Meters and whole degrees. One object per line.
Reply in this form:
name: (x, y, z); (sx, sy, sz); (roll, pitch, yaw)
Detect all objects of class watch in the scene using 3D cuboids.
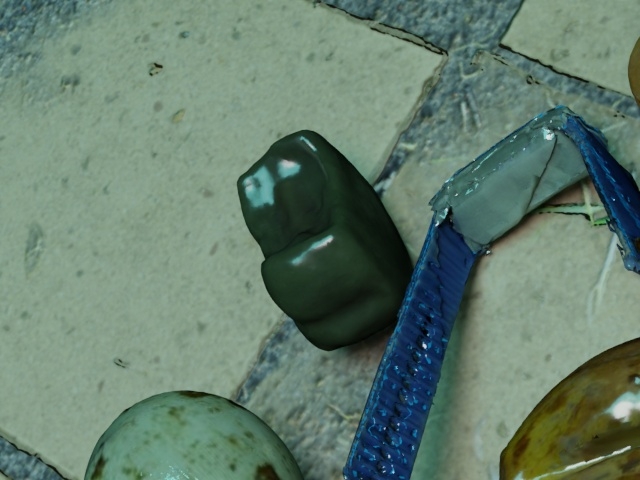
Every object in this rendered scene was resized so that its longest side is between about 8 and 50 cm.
watch: (0.127, 0.040, 1.462); (0.276, 0.068, 0.274); (-38, 28, 17)

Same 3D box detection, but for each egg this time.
egg: (-0.087, 0.216, 1.481); (0.169, 0.169, 0.231); (-40, 50, 5)

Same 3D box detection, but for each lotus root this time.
lotus root: (0.253, 0.149, 1.307); (0.291, 0.193, 0.193); (-16, 59, 16)

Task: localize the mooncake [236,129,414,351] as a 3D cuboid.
mooncake: (0.000, 0.000, 1.548); (0.104, 0.175, 0.168); (-27, 98, 10)

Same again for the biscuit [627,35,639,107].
biscuit: (0.366, -0.218, 1.531); (0.262, 0.052, 0.277); (-8, 62, 25)
